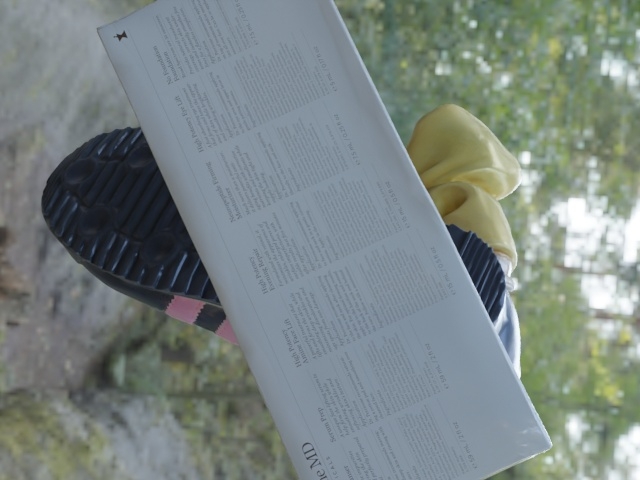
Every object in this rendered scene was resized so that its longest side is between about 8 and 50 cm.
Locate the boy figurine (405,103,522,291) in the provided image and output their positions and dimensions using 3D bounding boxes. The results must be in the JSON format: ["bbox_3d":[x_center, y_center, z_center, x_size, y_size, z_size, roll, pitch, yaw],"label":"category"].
[{"bbox_3d":[0.069,0.031,0.959,0.177,0.092,0.285,-34,-150,43],"label":"boy figurine"}]

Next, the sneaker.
[{"bbox_3d":[-0.028,0.031,0.830,0.112,0.319,0.131,-54,145,-21],"label":"sneaker"}]

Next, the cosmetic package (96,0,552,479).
[{"bbox_3d":[0.000,0.000,0.599,0.060,0.099,0.239,67,-1,-79],"label":"cosmetic package"}]
